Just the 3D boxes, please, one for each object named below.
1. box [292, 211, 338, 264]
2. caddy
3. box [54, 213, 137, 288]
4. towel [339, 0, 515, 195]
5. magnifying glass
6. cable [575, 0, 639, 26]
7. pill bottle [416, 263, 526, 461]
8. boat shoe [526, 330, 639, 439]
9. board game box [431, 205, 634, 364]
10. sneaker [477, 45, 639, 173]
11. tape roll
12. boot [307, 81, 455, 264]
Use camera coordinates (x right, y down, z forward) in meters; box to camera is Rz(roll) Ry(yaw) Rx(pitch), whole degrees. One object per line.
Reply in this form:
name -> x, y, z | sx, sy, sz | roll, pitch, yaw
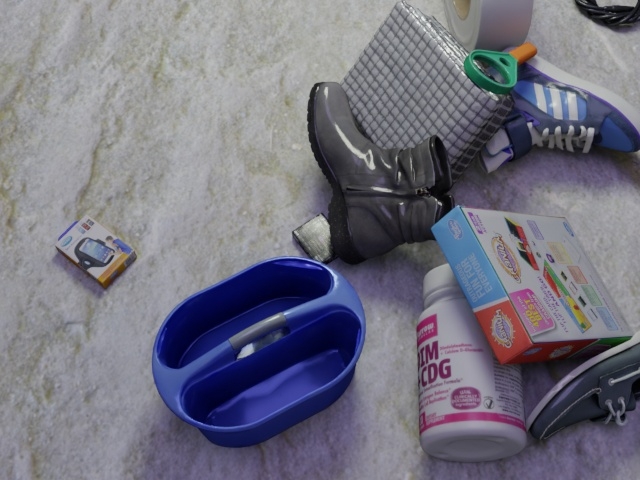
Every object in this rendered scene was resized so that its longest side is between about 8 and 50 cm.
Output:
box -> 0.000, 0.000, 1.699 | 0.067, 0.018, 0.083 | -33, 66, -15
caddy -> -0.093, 0.170, 1.521 | 0.341, 0.179, 0.241 | -27, 65, -13
box -> -0.398, 0.014, 1.696 | 0.136, 0.028, 0.081 | 35, 68, 16
towel -> 0.181, -0.246, 1.709 | 0.121, 0.235, 0.284 | -3, 49, -47
magnifying glass -> 0.315, -0.301, 1.649 | 0.092, 0.026, 0.231 | 43, 37, 11
cable -> 0.575, -0.501, 1.945 | 0.184, 0.047, 0.150 | 31, 72, 13
pill bottle -> 0.230, 0.187, 1.514 | 0.160, 0.160, 0.283 | 0, 61, 1
boat shoe -> 0.460, 0.232, 1.512 | 0.319, 0.116, 0.099 | -27, 61, -18
board game box -> 0.337, 0.068, 1.516 | 0.316, 0.064, 0.242 | 4, 53, -46
sneaker -> 0.394, -0.184, 1.739 | 0.323, 0.130, 0.236 | 33, 75, 14
tape roll -> 0.304, -0.490, 1.806 | 0.100, 0.286, 0.286 | -9, 62, -5
boot -> 0.111, -0.139, 1.642 | 0.222, 0.118, 0.338 | -20, 79, 33
